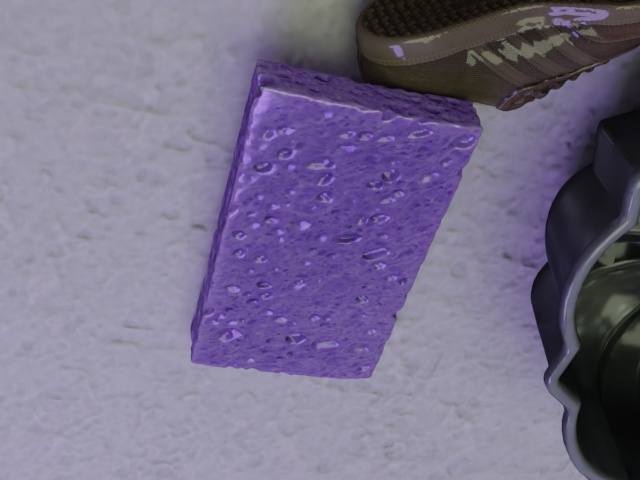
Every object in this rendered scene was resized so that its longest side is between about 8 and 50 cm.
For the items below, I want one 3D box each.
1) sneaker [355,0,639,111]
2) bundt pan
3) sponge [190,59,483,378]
[{"bbox_3d":[0.113,-0.110,0.549,0.189,0.066,0.071,-9,139,2],"label":"sneaker"},{"bbox_3d":[0.274,0.013,0.605,0.331,0.124,0.330,-4,122,-7],"label":"bundt pan"},{"bbox_3d":[0.000,0.000,0.577,0.117,0.031,0.210,7,133,-13],"label":"sponge"}]
